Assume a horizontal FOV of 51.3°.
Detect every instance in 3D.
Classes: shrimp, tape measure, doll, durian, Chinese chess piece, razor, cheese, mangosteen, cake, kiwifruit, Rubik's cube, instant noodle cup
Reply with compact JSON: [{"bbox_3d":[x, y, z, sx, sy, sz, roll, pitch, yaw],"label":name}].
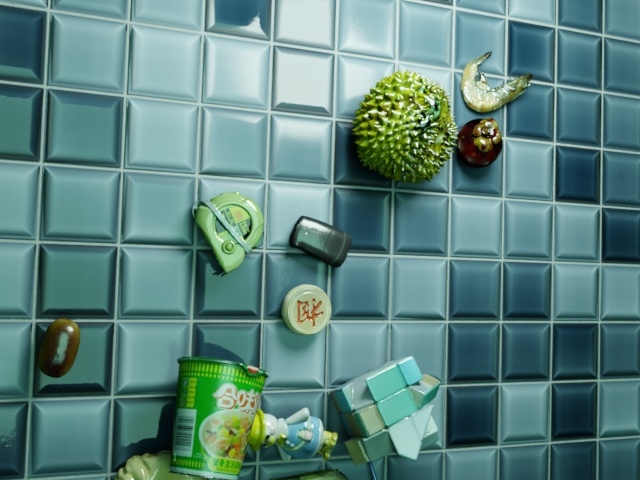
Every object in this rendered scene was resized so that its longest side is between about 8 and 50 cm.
[{"bbox_3d":[0.471,-0.434,1.793,0.217,0.051,0.150,-25,90,-15],"label":"shrimp"},{"bbox_3d":[-0.203,-0.032,1.516,0.154,0.087,0.178,-30,97,-6],"label":"tape measure"},{"bbox_3d":[-0.083,0.449,1.542,0.240,0.135,0.099,13,56,-20],"label":"doll"},{"bbox_3d":[0.197,-0.270,1.608,0.291,0.224,0.291,-25,123,-45],"label":"durian"},{"bbox_3d":[-0.034,0.166,1.591,0.122,0.051,0.122,1,88,-20],"label":"Chinese chess piece"},{"bbox_3d":[0.000,0.000,1.606,0.147,0.054,0.090,25,77,-18],"label":"razor"},{"bbox_3d":[-0.344,0.567,1.440,0.225,0.117,0.214,26,76,-22],"label":"cheese"},{"bbox_3d":[0.415,-0.258,1.719,0.140,0.140,0.140,1,88,-20],"label":"mangosteen"},{"bbox_3d":[-0.057,0.603,1.542,0.235,0.100,0.099,-1,88,-20],"label":"cake"},{"bbox_3d":[-0.546,0.224,1.395,0.075,0.075,0.125,12,87,-19],"label":"kiwifruit"},{"bbox_3d":[0.167,0.405,1.572,0.265,0.224,0.213,-23,81,-16],"label":"Rubik's cube"},{"bbox_3d":[-0.225,0.380,1.406,0.206,0.207,0.233,16,68,-19],"label":"instant noodle cup"}]

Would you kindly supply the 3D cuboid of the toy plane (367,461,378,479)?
[{"bbox_3d":[0.140,0.605,1.637,0.054,0.062,0.167,-14,83,-19],"label":"toy plane"}]
